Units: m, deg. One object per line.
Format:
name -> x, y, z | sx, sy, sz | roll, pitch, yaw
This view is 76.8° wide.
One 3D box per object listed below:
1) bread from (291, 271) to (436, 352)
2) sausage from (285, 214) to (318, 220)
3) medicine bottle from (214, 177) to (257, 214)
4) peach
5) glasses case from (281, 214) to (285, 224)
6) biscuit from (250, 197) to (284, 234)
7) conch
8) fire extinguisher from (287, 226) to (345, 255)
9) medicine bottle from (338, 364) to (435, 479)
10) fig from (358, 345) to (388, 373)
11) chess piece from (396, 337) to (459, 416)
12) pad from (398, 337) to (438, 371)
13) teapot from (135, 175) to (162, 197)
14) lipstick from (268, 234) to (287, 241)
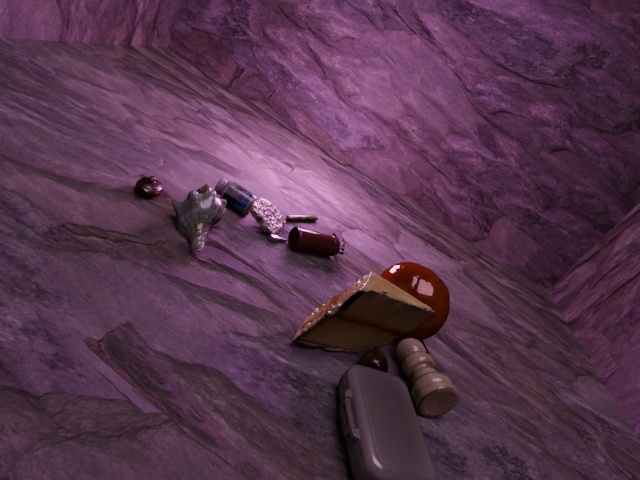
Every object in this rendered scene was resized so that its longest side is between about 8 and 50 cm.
bread -> 0.175, 0.310, 1.456 | 0.404, 0.346, 0.242 | 38, 18, -7
sausage -> -0.097, -0.122, 2.188 | 0.269, 0.033, 0.033 | -3, 44, -50
medicine bottle -> -0.402, -0.211, 1.914 | 0.191, 0.107, 0.107 | 33, 26, -1
peach -> 0.388, 0.266, 1.748 | 0.342, 0.343, 0.301 | 39, 13, 11
glasses case -> -0.201, -0.111, 2.065 | 0.032, 0.021, 0.083 | 16, 31, -35
biscuit -> -0.248, -0.108, 1.912 | 0.265, 0.040, 0.188 | 24, 49, -58
conch -> -0.484, -0.119, 1.611 | 0.202, 0.170, 0.386 | 2, 30, -5
fire extinguisher -> 0.000, 0.000, 2.000 | 0.336, 0.106, 0.147 | 13, 44, -36
medicine bottle -> 0.189, 0.568, 1.233 | 0.282, 0.123, 0.375 | 24, 28, -21
fig -> 0.196, 0.441, 1.482 | 0.109, 0.103, 0.155 | 48, 29, -21
chess piece -> 0.392, 0.501, 1.554 | 0.166, 0.167, 0.300 | 20, 25, -24
pad -> 0.417, 0.478, 1.777 | 0.163, 0.004, 0.243 | 20, 29, -25
teapot -> -0.694, -0.223, 1.639 | 0.098, 0.078, 0.129 | 32, 26, -3
lipstick -> -0.195, -0.006, 1.892 | 0.107, 0.025, 0.025 | 10, 34, -48
